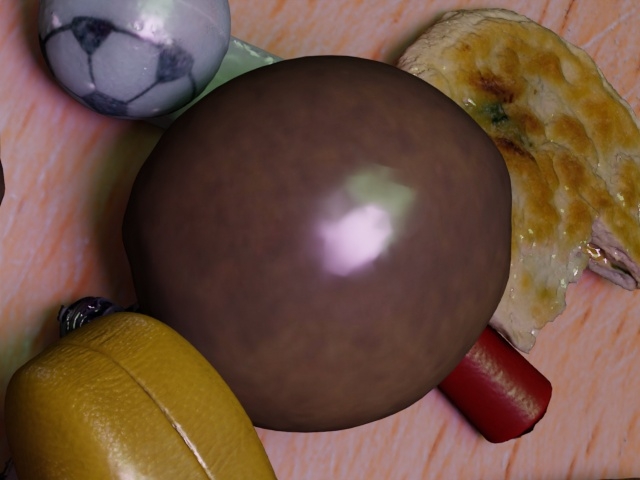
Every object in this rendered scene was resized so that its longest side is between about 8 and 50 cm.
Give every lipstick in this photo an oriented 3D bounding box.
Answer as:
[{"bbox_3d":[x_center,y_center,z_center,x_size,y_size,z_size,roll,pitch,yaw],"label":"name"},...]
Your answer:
[{"bbox_3d":[0.099,0.074,1.505,0.241,0.080,0.080,46,62,-17],"label":"lipstick"}]

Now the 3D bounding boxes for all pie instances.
[{"bbox_3d":[0.180,-0.068,1.551,0.337,0.075,0.337,18,59,-33],"label":"pie"}]

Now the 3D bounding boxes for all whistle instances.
[{"bbox_3d":[-0.116,-0.156,1.372,0.289,0.163,0.163,22,71,-26],"label":"whistle"}]

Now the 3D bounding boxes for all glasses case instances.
[{"bbox_3d":[-0.101,0.239,1.215,0.141,0.173,0.371,-35,113,-37],"label":"glasses case"}]

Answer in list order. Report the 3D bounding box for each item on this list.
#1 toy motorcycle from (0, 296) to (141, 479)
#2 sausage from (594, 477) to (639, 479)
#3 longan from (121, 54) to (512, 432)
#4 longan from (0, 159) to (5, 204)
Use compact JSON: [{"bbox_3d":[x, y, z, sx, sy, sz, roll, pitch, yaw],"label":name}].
[{"bbox_3d":[-0.175,0.172,1.322,0.157,0.091,0.263,37,67,-29],"label":"toy motorcycle"},{"bbox_3d":[0.184,0.279,1.498,0.501,0.123,0.136,-2,110,-31],"label":"sausage"},{"bbox_3d":[0.003,0.001,1.307,0.297,0.297,0.297,6,79,-30],"label":"longan"},{"bbox_3d":[-0.387,-0.039,1.057,0.391,0.391,0.391,6,79,-30],"label":"longan"}]
